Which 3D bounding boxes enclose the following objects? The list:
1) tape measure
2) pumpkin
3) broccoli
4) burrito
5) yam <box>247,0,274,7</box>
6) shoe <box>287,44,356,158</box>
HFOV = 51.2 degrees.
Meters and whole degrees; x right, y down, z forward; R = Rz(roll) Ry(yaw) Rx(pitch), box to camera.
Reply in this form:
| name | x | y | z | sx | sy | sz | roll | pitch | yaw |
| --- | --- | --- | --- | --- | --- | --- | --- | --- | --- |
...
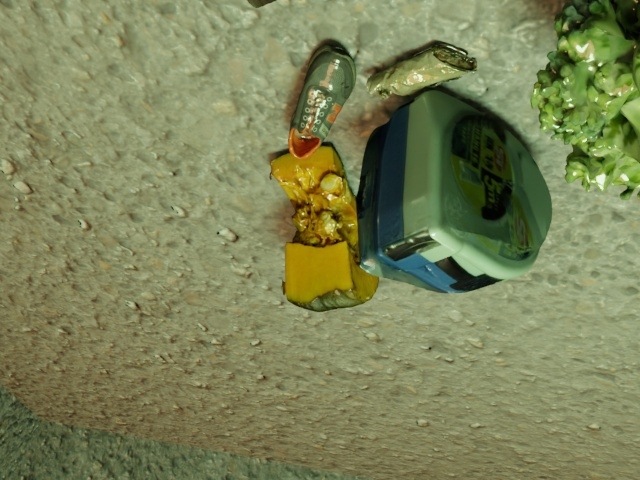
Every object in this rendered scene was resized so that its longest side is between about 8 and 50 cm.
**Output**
| name | x | y | z | sx | sy | sz | roll | pitch | yaw |
| --- | --- | --- | --- | --- | --- | --- | --- | --- | --- |
| tape measure | 0.195 | -0.055 | 0.934 | 0.262 | 0.259 | 0.138 | 23 | 148 | -26 |
| pumpkin | -0.001 | 0.000 | 1.147 | 0.139 | 0.190 | 0.280 | -4 | 140 | 27 |
| broccoli | 0.396 | -0.148 | 0.737 | 0.277 | 0.317 | 0.339 | 4 | 120 | 28 |
| burrito | 0.134 | -0.228 | 0.910 | 0.149 | 0.041 | 0.055 | -13 | 150 | 29 |
| yam | -0.116 | -0.390 | 0.704 | 0.131 | 0.131 | 0.279 | -14 | 138 | 35 |
| shoe | -0.002 | -0.193 | 0.975 | 0.074 | 0.077 | 0.194 | 20 | 145 | -7 |
